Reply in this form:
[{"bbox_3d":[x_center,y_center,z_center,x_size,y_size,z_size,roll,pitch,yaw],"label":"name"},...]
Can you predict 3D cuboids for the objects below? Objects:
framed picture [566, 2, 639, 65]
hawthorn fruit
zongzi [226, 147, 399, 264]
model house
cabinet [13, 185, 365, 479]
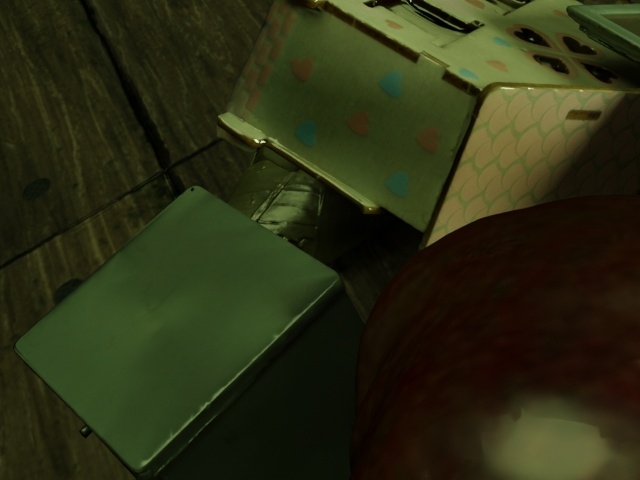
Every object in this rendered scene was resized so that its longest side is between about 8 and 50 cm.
[{"bbox_3d":[0.322,-0.077,0.703,0.232,0.019,0.296,-10,39,-39],"label":"framed picture"},{"bbox_3d":[0.160,0.116,0.524,0.325,0.308,0.308,-24,41,-9],"label":"hawthorn fruit"},{"bbox_3d":[0.000,0.000,0.885,0.176,0.078,0.160,12,62,26],"label":"zongzi"},{"bbox_3d":[0.117,-0.091,0.797,0.244,0.169,0.326,28,31,18],"label":"model house"},{"bbox_3d":[-0.048,0.107,0.700,0.150,0.206,0.145,-44,44,-16],"label":"cabinet"}]
